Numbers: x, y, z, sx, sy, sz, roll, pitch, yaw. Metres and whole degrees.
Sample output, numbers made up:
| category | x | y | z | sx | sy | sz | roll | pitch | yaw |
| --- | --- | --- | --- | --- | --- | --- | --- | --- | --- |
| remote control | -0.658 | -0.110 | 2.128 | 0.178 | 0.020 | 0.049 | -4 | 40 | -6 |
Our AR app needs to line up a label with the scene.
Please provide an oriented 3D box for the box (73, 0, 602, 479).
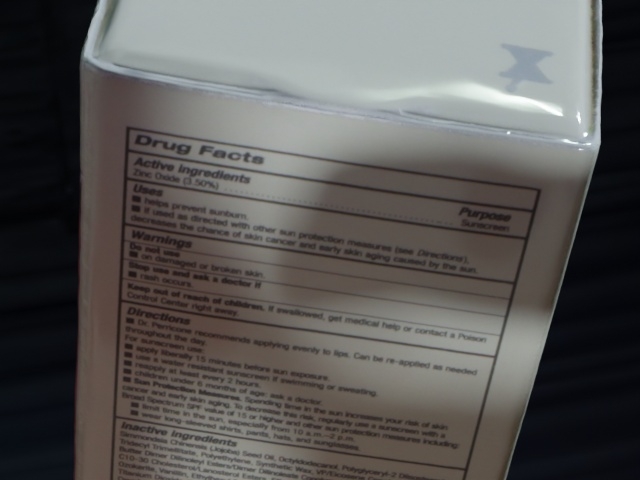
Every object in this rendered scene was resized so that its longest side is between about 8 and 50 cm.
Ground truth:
| category | x | y | z | sx | sy | sz | roll | pitch | yaw |
| --- | --- | --- | --- | --- | --- | --- | --- | --- | --- |
| box | 0.000 | 0.000 | 0.643 | 0.126 | 0.149 | 0.232 | -81 | 180 | -46 |
